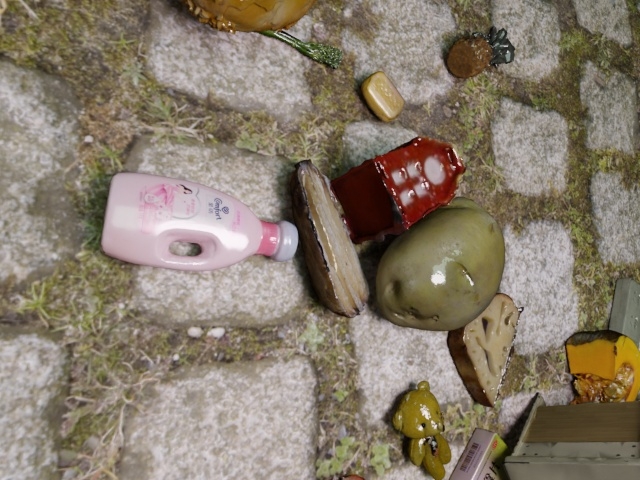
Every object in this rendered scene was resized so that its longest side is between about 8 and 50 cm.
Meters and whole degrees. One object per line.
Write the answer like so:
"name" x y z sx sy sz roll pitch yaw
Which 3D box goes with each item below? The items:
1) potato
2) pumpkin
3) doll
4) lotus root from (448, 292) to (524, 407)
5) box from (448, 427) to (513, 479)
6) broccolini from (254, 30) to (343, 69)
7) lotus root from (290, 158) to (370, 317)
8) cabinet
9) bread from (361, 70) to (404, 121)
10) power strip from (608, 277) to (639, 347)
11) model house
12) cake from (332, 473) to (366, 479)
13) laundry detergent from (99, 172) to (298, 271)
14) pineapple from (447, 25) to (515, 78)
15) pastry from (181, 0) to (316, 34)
"potato" 0.267 0.057 0.974 0.326 0.221 0.243 -32 96 -33
"pumpkin" 0.757 0.372 1.236 0.280 0.139 0.190 -44 107 -29
"doll" 0.239 0.417 0.977 0.137 0.097 0.210 -39 107 -33
"lotus root" 0.393 0.244 1.097 0.170 0.074 0.261 36 69 -18
"box" 0.371 0.596 1.036 0.175 0.062 0.260 48 65 -15
"broccolini" -0.059 -0.424 0.975 0.238 0.051 0.054 11 87 -24
"lotus root" -0.001 -0.001 0.916 0.167 0.078 0.330 -19 90 -65
"cabinet" 0.625 0.508 1.014 0.318 0.289 0.228 -21 89 -51
"bread" 0.140 -0.334 1.060 0.115 0.056 0.082 42 69 -22
"power strip" 0.945 0.260 1.404 0.093 0.053 0.288 31 68 -21
"model house" 0.176 -0.121 0.968 0.253 0.196 0.160 -31 95 -29
"cake" 0.069 0.613 0.751 0.319 0.269 0.270 -34 98 -27
"laundry detergent" -0.202 -0.020 0.808 0.334 0.087 0.159 11 78 -27
"pineapple" 0.442 -0.511 1.229 0.237 0.111 0.119 -33 128 -34
"pastry" -0.151 -0.504 0.864 0.310 0.162 0.255 -22 72 -30
